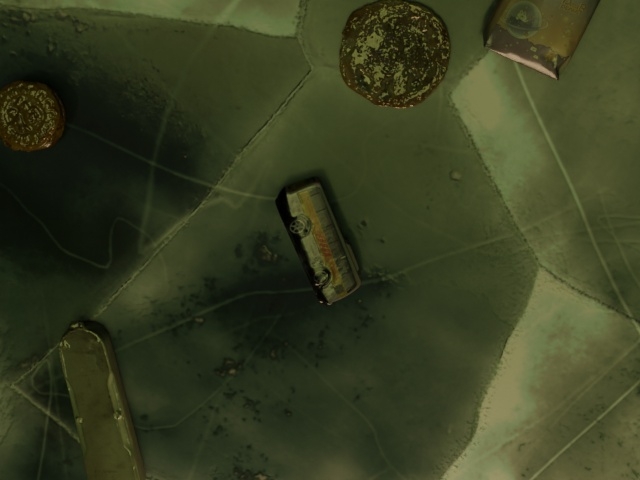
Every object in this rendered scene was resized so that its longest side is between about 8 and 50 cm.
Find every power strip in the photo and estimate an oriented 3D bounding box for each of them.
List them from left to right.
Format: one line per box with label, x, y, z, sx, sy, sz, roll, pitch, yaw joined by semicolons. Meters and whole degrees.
power strip;-0.322;0.246;1.872;0.080;0.048;0.285;-10;106;6

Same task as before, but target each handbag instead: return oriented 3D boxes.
handbag;0.289;-0.302;1.624;0.117;0.095;0.173;23;111;-6

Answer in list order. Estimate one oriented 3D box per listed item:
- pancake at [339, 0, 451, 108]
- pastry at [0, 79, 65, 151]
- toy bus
pancake;0.097;-0.249;1.692;0.152;0.025;0.151;2;109;5
pastry;-0.396;-0.169;1.746;0.097;0.057;0.109;36;105;-1
toy bus;0.000;0.000;1.764;0.072;0.057;0.172;-23;104;2
